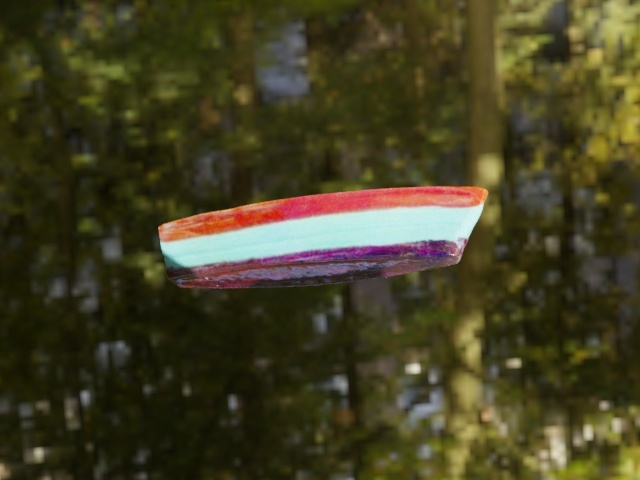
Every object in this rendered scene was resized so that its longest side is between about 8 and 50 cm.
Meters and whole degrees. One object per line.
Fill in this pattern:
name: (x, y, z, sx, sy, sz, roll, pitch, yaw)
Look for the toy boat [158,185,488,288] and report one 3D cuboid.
toy boat: (0.000, 0.000, 2.001, 0.392, 0.079, 0.136, -6, 153, 32)
